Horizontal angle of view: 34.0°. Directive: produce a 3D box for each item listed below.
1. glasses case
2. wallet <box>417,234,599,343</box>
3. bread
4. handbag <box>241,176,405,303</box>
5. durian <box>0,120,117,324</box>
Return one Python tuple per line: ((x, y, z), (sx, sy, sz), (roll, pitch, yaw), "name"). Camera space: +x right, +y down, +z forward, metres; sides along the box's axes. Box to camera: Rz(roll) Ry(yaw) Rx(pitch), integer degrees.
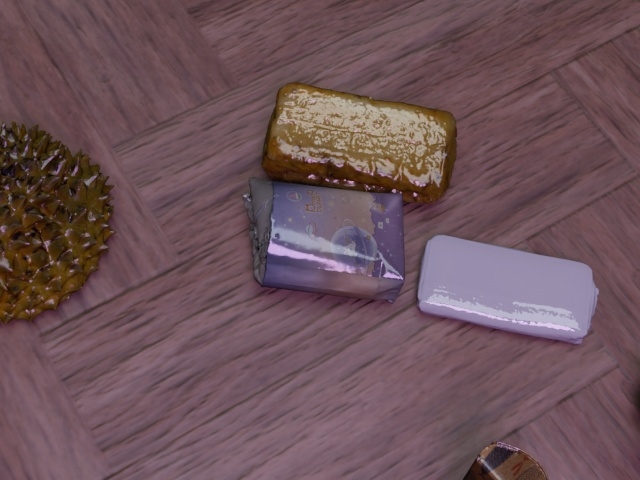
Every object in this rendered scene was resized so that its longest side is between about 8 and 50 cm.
((0.158, 0.229, 0.932), (0.041, 0.170, 0.064), (-38, 70, -19), "glasses case")
((0.198, 0.051, 1.103), (0.190, 0.033, 0.095), (10, 64, 3), "wallet")
((0.044, -0.103, 1.144), (0.211, 0.083, 0.113), (11, 68, 3), "bread")
((0.000, 0.000, 1.090), (0.173, 0.095, 0.117), (7, 57, -8), "handbag")
((-0.319, -0.024, 1.063), (0.183, 0.138, 0.249), (27, 59, 20), "durian")
